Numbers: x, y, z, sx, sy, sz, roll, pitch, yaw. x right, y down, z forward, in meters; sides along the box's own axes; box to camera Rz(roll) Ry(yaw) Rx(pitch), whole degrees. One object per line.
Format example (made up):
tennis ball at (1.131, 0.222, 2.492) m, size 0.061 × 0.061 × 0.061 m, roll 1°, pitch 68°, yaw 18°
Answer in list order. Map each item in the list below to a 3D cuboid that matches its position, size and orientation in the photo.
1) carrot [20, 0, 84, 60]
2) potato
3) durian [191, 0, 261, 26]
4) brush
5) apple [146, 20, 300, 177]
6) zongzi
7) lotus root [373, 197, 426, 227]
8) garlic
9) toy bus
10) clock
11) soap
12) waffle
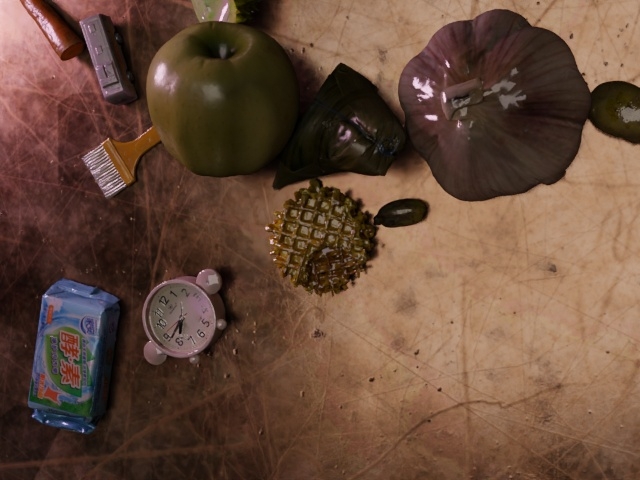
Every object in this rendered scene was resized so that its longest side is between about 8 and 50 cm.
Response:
carrot at (-0.555, -0.449, 1.749) m, size 0.057 × 0.057 × 0.224 m, roll -44°, pitch 79°, yaw 14°
potato at (0.508, -0.212, 1.456) m, size 0.138 × 0.070 × 0.091 m, roll 23°, pitch 98°, yaw 13°
durian at (-0.207, -0.526, 1.593) m, size 0.170 × 0.157 × 0.355 m, roll -25°, pitch 90°, yaw 23°
brush at (-0.338, -0.195, 1.722) m, size 0.272 × 0.013 × 0.103 m, roll -34°, pitch 85°, yaw 14°
apple at (-0.165, -0.242, 1.540) m, size 0.279 × 0.279 × 0.279 m, roll 1°, pitch 94°, yaw 15°
zongzi at (0.018, -0.139, 1.522) m, size 0.125 × 0.250 × 0.274 m, roll 30°, pitch 110°, yaw -29°
lotus root at (0.140, -0.048, 1.577) m, size 0.099 × 0.054 × 0.049 m, roll -12°, pitch 100°, yaw 16°
garlic at (0.284, -0.222, 1.451) m, size 0.322 × 0.241 × 0.321 m, roll 0°, pitch 94°, yaw -6°
toy bus at (-0.408, -0.348, 1.702) m, size 0.058 × 0.072 × 0.171 m, roll -18°, pitch 89°, yaw 12°
clock at (-0.259, 0.147, 1.699) m, size 0.156 × 0.063 × 0.229 m, roll 38°, pitch 105°, yaw 7°
soap at (-0.489, 0.233, 1.758) m, size 0.156 × 0.077 × 0.293 m, roll 10°, pitch 96°, yaw 15°
waffle at (0.000, 0.000, 1.611) m, size 0.197 × 0.070 × 0.193 m, roll 44°, pitch 103°, yaw 9°
